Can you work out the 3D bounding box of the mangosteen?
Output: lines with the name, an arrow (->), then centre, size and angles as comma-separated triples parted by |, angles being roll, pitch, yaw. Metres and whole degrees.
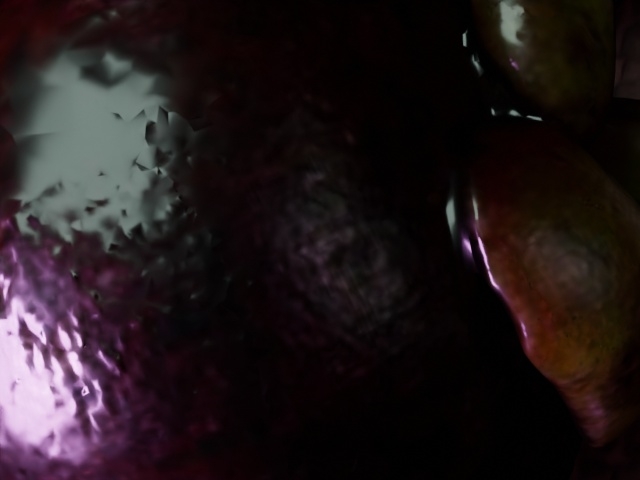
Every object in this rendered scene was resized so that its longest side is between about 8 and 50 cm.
mangosteen -> 0.000, 0.000, 0.640 | 0.347, 0.307, 0.307 | -23, 50, 9
